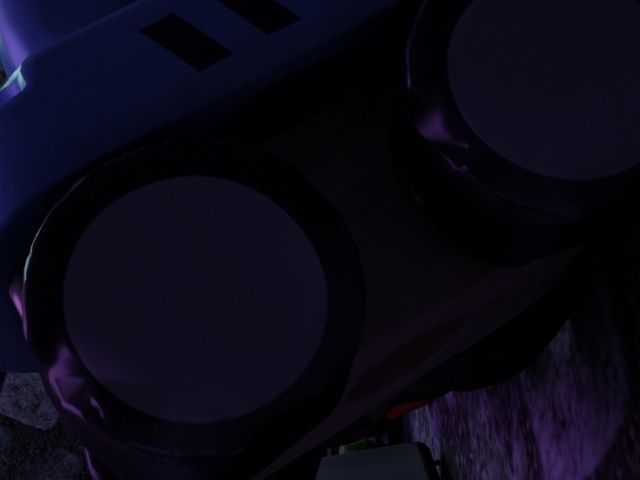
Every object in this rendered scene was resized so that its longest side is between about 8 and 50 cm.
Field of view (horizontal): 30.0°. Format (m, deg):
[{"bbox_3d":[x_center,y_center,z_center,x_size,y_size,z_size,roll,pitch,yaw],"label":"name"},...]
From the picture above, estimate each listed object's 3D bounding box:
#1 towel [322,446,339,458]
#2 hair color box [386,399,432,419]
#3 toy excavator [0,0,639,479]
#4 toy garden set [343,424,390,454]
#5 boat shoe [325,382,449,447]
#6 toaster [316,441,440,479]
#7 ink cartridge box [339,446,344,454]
[{"bbox_3d":[0.016,0.057,1.301,0.237,0.037,0.329,95,177,-60],"label":"towel"},{"bbox_3d":[0.029,0.085,0.945,0.141,0.043,0.072,31,-140,-44],"label":"hair color box"},{"bbox_3d":[-0.016,-0.150,0.539,0.445,0.433,0.222,55,165,16],"label":"toy excavator"},{"bbox_3d":[0.050,0.275,1.123,0.244,0.049,0.204,-71,-21,-84],"label":"toy garden set"},{"bbox_3d":[0.024,0.036,0.737,0.324,0.122,0.120,-15,-69,-74],"label":"boat shoe"},{"bbox_3d":[0.052,0.271,0.899,0.186,0.110,0.168,-106,13,-66],"label":"toaster"},{"bbox_3d":[0.000,0.379,1.573,0.172,0.100,0.237,97,169,-64],"label":"ink cartridge box"}]
